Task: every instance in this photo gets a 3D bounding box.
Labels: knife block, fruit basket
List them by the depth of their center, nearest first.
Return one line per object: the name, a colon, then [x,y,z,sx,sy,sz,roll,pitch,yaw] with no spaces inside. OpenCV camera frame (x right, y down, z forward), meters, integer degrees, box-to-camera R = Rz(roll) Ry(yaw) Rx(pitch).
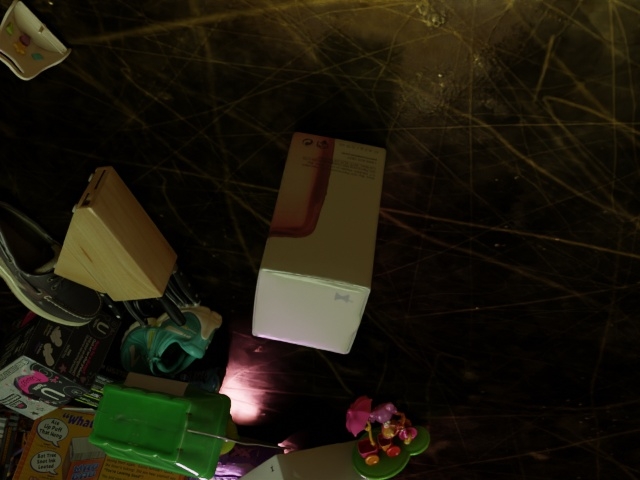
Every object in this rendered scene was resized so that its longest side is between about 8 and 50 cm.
knife block: [-0.282,0.033,1.104,0.242,0.088,0.275,23,139,-15]
fruit basket: [-0.262,0.354,1.355,0.327,0.165,0.353,5,169,22]

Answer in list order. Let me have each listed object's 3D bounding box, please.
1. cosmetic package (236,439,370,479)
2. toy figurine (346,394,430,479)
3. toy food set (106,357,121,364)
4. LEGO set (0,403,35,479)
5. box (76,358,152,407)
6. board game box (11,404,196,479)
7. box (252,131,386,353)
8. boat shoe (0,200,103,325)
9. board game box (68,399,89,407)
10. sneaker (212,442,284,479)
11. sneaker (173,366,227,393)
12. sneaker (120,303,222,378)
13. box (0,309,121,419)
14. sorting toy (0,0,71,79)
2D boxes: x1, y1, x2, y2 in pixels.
cosmetic package: [-0.079,0.566,1.558,0.285,0.097,0.377,6,143,-40]
toy figurine: [0.123,0.380,1.417,0.173,0.130,0.159,-21,125,4]
toy food set: [-0.443,0.299,1.514,0.078,0.019,0.122,14,141,-3]
LEGO set: [-0.786,0.435,1.586,0.255,0.192,0.331,10,175,4]
box: [-0.446,0.311,1.475,0.191,0.045,0.184,30,142,-32]
board game box: [-0.495,0.623,1.615,0.357,0.356,0.356,11,150,0]
box: [0.000,0.000,0.878,0.127,0.232,0.148,11,140,-1]
boat shoe: [-0.462,0.041,1.150,0.092,0.102,0.285,-14,129,34]
board game box: [-0.581,0.319,1.568,0.126,0.026,0.186,-20,131,33]
sneaker: [-0.197,0.523,1.672,0.237,0.095,0.104,-16,125,31]
sneaker: [-0.255,0.294,1.430,0.073,0.063,0.162,37,134,-23]
sneaker: [-0.295,0.202,1.291,0.107,0.109,0.275,36,136,-26]
box: [-0.521,0.223,1.329,0.142,0.163,0.247,37,135,-25]
sorting toy: [-0.349,-0.228,0.817,0.045,0.075,0.083,-16,133,30]
